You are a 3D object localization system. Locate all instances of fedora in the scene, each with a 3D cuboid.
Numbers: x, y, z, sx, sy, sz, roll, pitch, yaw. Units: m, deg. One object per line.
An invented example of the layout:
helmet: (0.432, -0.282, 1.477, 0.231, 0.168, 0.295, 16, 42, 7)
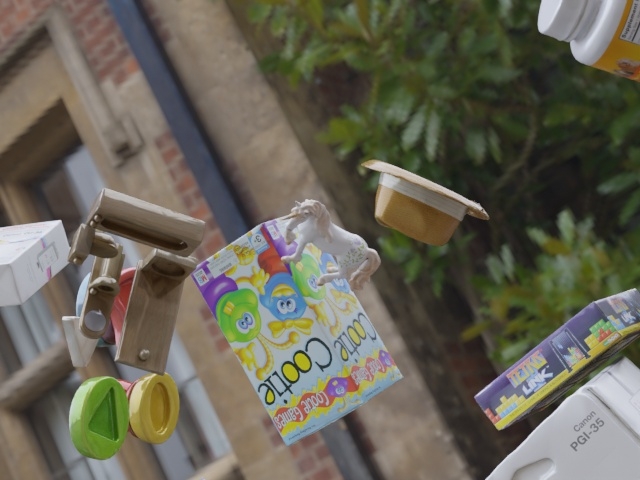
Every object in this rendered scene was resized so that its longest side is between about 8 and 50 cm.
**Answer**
fedora: (0.131, -0.043, 1.912, 0.079, 0.194, 0.194, -66, -23, 1)

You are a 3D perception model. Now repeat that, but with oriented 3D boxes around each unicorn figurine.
unicorn figurine: (0.000, 0.000, 1.651, 0.162, 0.060, 0.111, 18, -37, -24)

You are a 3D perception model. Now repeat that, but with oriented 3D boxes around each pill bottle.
pill bottle: (0.339, -0.221, 1.456, 0.215, 0.117, 0.117, 16, -30, -8)

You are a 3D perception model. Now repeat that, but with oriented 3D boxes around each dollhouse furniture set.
dollhouse furniture set: (-0.198, 0.047, 1.503, 0.144, 0.123, 0.151, 19, -27, -18)

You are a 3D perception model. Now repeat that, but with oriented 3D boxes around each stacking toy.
stacking toy: (-0.365, 0.204, 2.298, 0.130, 0.308, 0.279, 0, 12, 26)

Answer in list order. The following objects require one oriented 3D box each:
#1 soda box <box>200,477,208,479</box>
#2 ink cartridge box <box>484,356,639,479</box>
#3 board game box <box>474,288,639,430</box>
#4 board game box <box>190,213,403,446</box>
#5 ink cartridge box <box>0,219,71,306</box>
soda box: (-0.080, 0.412, 2.006, 0.216, 0.069, 0.074, 27, -9, -20)
ink cartridge box: (0.246, 0.233, 1.375, 0.207, 0.117, 0.283, -47, -13, 14)
board game box: (0.260, 0.123, 1.487, 0.170, 0.048, 0.141, -42, -17, 24)
board game box: (-0.032, 0.117, 1.953, 0.142, 0.275, 0.144, -32, -5, 26)
ink cartridge box: (-0.437, 0.027, 2.032, 0.115, 0.067, 0.198, -6, 20, 20)
